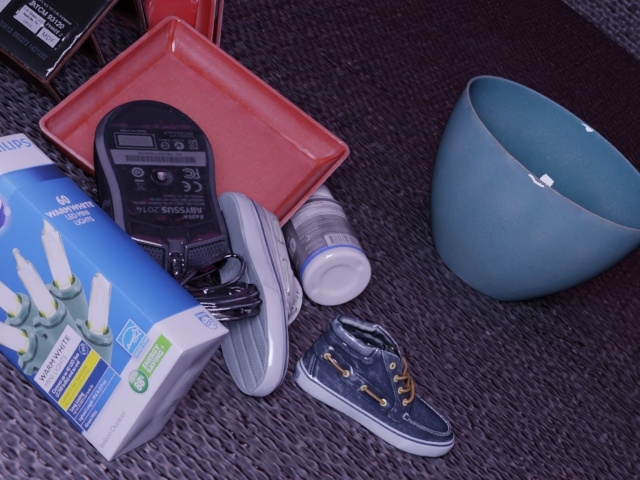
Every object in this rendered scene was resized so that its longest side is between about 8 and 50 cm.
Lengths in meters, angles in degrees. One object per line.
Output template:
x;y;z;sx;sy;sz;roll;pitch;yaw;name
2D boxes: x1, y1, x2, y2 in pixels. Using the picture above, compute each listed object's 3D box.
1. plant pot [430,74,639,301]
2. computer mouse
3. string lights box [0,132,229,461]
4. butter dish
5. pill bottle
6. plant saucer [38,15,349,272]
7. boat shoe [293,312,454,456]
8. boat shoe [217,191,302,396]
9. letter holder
0.248;-0.040;1.948;0.290;0.195;0.290;28;27;-16;plant pot
-0.165;-0.020;1.519;0.188;0.072;0.272;4;49;-16;computer mouse
-0.216;0.044;1.320;0.259;0.133;0.076;42;27;15;string lights box
-0.183;-0.272;1.918;0.118;0.160;0.160;9;27;1;butter dish
0.000;0.000;1.719;0.078;0.078;0.137;18;30;-32;pill bottle
-0.134;-0.097;1.683;0.259;0.048;0.258;37;46;5;plant saucer
0.070;0.145;1.551;0.183;0.083;0.065;29;27;-14;boat shoe
-0.051;0.050;1.525;0.075;0.083;0.226;15;51;-36;boat shoe
-0.354;-0.292;1.710;0.302;0.152;0.214;38;-8;5;letter holder
